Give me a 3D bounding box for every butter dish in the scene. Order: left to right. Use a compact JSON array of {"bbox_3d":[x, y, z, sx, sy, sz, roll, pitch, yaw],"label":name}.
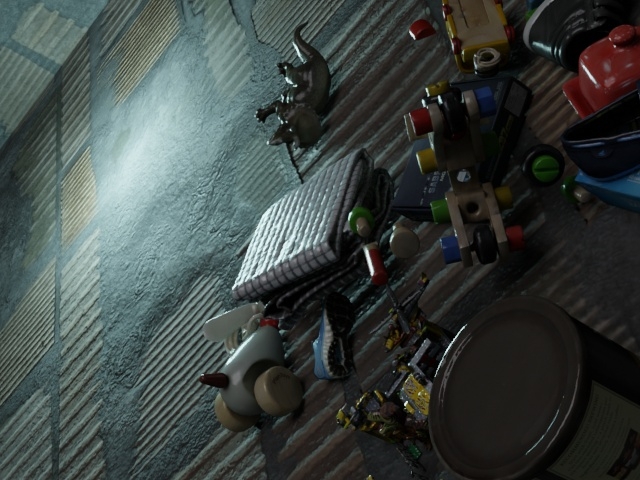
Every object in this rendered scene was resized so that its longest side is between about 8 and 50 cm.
[{"bbox_3d":[0.408,-0.230,1.419,0.160,0.118,0.160,-21,39,5],"label":"butter dish"}]

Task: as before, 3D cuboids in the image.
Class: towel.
[{"bbox_3d":[0.000,0.000,1.814,0.235,0.121,0.283,-30,26,32],"label":"towel"}]

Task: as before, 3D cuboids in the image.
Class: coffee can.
[{"bbox_3d":[0.281,0.203,1.149,0.201,0.275,0.201,-35,40,36],"label":"coffee can"}]

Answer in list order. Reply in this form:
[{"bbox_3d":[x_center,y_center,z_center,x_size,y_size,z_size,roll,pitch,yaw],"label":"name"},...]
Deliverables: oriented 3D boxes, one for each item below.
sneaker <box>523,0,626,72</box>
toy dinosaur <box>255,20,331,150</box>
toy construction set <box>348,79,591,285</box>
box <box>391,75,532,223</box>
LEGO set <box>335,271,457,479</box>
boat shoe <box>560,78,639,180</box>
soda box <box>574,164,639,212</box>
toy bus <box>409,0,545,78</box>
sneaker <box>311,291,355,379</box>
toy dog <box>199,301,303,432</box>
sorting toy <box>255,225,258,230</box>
[{"bbox_3d":[0.426,-0.367,1.561,0.295,0.105,0.147,-55,33,22],"label":"sneaker"},{"bbox_3d":[-0.033,-0.297,2.184,0.160,0.121,0.313,1,61,43],"label":"toy dinosaur"},{"bbox_3d":[0.171,-0.087,1.543,0.309,0.257,0.237,-39,17,9],"label":"toy construction set"},{"bbox_3d":[0.222,-0.143,1.713,0.183,0.059,0.232,4,70,57],"label":"box"},{"bbox_3d":[0.123,0.220,1.445,0.255,0.192,0.331,-51,33,16],"label":"LEGO set"},{"bbox_3d":[0.408,-0.152,1.290,0.258,0.089,0.109,-36,36,30],"label":"boat shoe"},{"bbox_3d":[0.424,-0.070,1.351,0.067,0.071,0.210,-60,31,-2],"label":"soda box"},{"bbox_3d":[0.262,-0.321,1.751,0.191,0.104,0.202,26,58,36],"label":"toy bus"},{"bbox_3d":[0.011,0.157,1.785,0.073,0.063,0.162,-31,43,45],"label":"sneaker"},{"bbox_3d":[-0.137,0.176,1.887,0.220,0.161,0.333,-47,34,22],"label":"toy dog"},{"bbox_3d":[-0.085,-0.007,2.081,0.083,0.045,0.075,-44,55,27],"label":"sorting toy"}]
